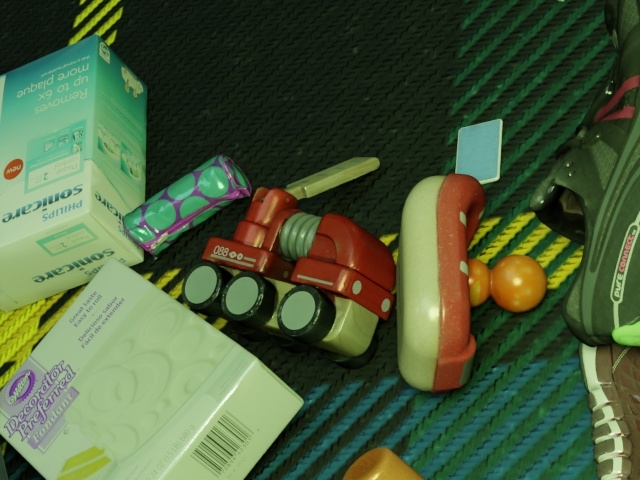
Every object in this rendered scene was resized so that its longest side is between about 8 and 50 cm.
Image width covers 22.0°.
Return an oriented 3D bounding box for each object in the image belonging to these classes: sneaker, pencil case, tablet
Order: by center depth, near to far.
[{"bbox_3d":[0.330,0.175,1.465,0.162,0.106,0.281,-20,49,17],"label":"sneaker"},{"bbox_3d":[0.297,-0.095,1.600,0.202,0.185,0.483,-19,38,26],"label":"sneaker"},{"bbox_3d":[0.176,-0.096,1.829,0.054,0.006,0.083,-12,52,27],"label":"tablet"},{"bbox_3d":[-0.159,-0.041,1.973,0.151,0.064,0.070,-33,44,9],"label":"pencil case"}]

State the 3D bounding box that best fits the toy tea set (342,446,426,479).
[{"bbox_3d":[-0.015,0.347,1.557,0.336,0.124,0.200,-37,16,11],"label":"toy tea set"}]

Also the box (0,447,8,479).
[{"bbox_3d":[-0.462,0.216,1.825,0.103,0.184,0.261,-36,66,48],"label":"box"}]

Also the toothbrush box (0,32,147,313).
[{"bbox_3d":[-0.341,-0.085,2.085,0.216,0.126,0.295,-19,51,22],"label":"toothbrush box"}]

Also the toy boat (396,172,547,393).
[{"bbox_3d":[0.155,0.041,1.675,0.151,0.151,0.231,2,56,-1],"label":"toy boat"}]

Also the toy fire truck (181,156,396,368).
[{"bbox_3d":[0.000,0.000,1.800,0.217,0.158,0.246,13,77,39],"label":"toy fire truck"}]

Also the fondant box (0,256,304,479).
[{"bbox_3d":[-0.202,0.184,1.795,0.238,0.096,0.330,-51,38,-8],"label":"fondant box"}]
